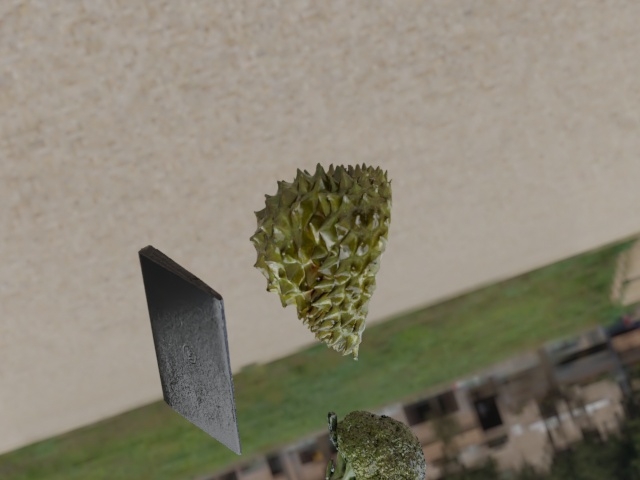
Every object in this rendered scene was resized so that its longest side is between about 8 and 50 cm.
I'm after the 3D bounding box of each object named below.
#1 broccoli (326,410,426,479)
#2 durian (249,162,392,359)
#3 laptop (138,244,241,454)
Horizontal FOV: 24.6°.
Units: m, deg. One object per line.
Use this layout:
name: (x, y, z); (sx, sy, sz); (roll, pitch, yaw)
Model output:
broccoli: (0.057, 0.251, 1.615); (0.120, 0.130, 0.131); (-41, 153, 11)
durian: (-0.004, 0.000, 1.241); (0.108, 0.187, 0.119); (10, 157, -8)
laptop: (-0.126, 0.110, 1.466); (0.016, 0.197, 0.135); (-28, -140, -32)
